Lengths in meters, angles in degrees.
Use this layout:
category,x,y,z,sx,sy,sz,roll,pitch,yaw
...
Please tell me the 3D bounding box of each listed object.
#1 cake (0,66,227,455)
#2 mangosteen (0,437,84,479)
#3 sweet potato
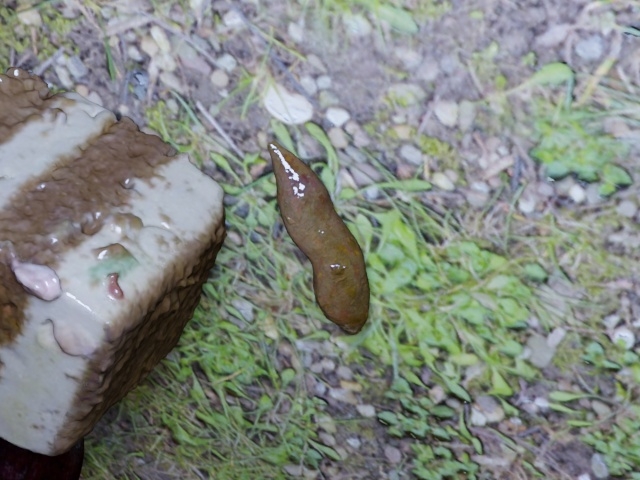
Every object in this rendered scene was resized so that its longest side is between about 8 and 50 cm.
category,x,y,z,sx,sy,sz,roll,pitch,yaw
cake,-0.279,0.027,1.324,0.290,0.256,0.282,36,133,7
mangosteen,-0.411,0.220,1.540,0.300,0.300,0.300,15,128,19
sweet potato,0.003,0.000,1.283,0.065,0.051,0.218,-4,120,34
